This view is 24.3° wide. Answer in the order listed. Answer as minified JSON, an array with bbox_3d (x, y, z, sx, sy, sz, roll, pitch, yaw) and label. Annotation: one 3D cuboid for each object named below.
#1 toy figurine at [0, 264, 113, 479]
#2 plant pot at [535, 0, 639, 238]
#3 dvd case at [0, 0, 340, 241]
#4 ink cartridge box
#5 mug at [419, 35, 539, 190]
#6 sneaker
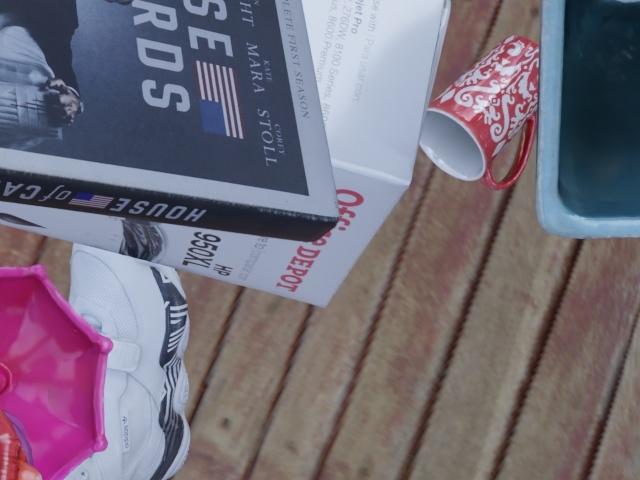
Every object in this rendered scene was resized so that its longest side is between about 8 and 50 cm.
[{"bbox_3d":[-0.109,0.040,0.411,0.130,0.159,0.173,-28,53,3],"label":"toy figurine"},{"bbox_3d":[0.237,-0.168,0.843,0.248,0.252,0.247,-1,116,3],"label":"plant pot"},{"bbox_3d":[-0.106,-0.096,0.570,0.029,0.238,0.179,-36,56,46],"label":"dvd case"},{"bbox_3d":[-0.136,-0.108,1.091,0.395,0.285,0.166,14,69,-7],"label":"ink cartridge box"},{"bbox_3d":[0.213,-0.158,1.862,0.113,0.150,0.169,29,62,31],"label":"mug"},{"bbox_3d":[-0.251,0.156,1.596,0.137,0.366,0.210,20,38,31],"label":"sneaker"}]
